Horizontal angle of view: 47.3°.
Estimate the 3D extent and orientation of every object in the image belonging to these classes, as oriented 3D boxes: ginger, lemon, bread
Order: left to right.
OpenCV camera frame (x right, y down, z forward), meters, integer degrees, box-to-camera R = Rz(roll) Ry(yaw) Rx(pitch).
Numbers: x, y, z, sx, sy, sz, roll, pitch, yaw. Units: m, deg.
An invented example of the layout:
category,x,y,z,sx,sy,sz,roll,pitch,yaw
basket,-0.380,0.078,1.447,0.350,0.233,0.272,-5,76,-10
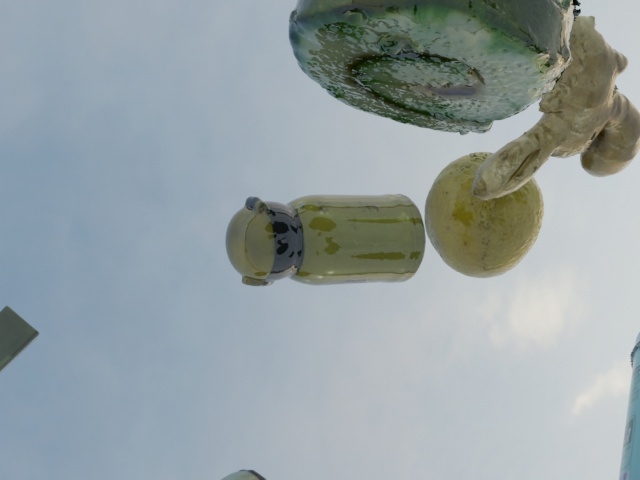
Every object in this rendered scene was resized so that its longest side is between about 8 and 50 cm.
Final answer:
category,x,y,z,sx,sy,sz,roll,pitch,yaw
bread,0.146,-0.248,0.947,0.382,0.366,0.129,26,-104,-52
lemon,0.358,-0.050,1.621,0.258,0.258,0.310,-23,-46,-26
ginger,0.467,-0.222,1.276,0.363,0.122,0.348,-4,-41,-20

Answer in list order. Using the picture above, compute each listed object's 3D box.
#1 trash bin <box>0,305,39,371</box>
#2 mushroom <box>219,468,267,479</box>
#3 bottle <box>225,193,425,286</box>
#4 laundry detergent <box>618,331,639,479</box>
category,x,y,z,sx,sy,sz,roll,pitch,yaw
trash bin,-0.447,0.146,1.014,0.061,0.043,0.092,43,-119,-7
mushroom,-0.173,0.550,1.375,0.164,0.267,0.189,-23,-85,-31
bottle,0.000,0.000,1.323,0.351,0.171,0.171,-2,-85,-26
laundry detergent,0.471,0.221,0.774,0.287,0.287,0.305,34,-119,-27
